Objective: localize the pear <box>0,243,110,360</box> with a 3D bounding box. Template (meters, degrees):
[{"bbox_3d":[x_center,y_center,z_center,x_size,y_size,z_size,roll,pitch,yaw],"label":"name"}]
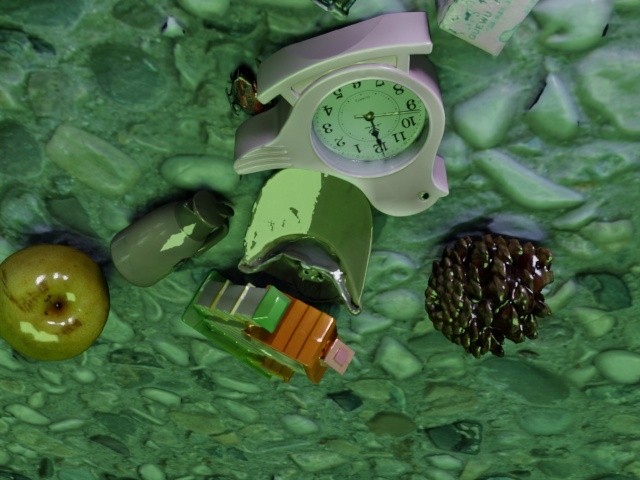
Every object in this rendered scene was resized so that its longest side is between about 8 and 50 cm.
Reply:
[{"bbox_3d":[-0.474,0.107,1.311,0.208,0.209,0.209,6,137,5],"label":"pear"}]

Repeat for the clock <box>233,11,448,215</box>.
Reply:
[{"bbox_3d":[0.025,-0.138,1.001,0.290,0.080,0.275,-12,134,11],"label":"clock"}]

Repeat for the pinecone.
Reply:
[{"bbox_3d":[0.264,0.083,1.141,0.204,0.184,0.179,5,-179,-18],"label":"pinecone"}]

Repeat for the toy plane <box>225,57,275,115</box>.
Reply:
[{"bbox_3d":[-0.089,-0.187,1.033,0.060,0.037,0.145,-7,135,13],"label":"toy plane"}]

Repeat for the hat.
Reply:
[{"bbox_3d":[0.000,0.000,1.195,0.214,0.149,0.245,23,103,11],"label":"hat"}]

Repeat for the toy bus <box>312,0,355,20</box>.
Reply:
[{"bbox_3d":[0.058,-0.374,0.701,0.138,0.175,0.287,30,134,-19],"label":"toy bus"}]

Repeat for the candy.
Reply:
[{"bbox_3d":[0.200,-0.295,0.833,0.092,0.073,0.160,19,136,-16],"label":"candy"}]

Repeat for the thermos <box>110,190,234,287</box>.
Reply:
[{"bbox_3d":[-0.227,-0.009,1.219,0.193,0.105,0.137,-32,149,28],"label":"thermos"}]

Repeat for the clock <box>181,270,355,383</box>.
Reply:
[{"bbox_3d":[-0.078,0.157,1.266,0.220,0.106,0.255,40,160,-28],"label":"clock"}]
